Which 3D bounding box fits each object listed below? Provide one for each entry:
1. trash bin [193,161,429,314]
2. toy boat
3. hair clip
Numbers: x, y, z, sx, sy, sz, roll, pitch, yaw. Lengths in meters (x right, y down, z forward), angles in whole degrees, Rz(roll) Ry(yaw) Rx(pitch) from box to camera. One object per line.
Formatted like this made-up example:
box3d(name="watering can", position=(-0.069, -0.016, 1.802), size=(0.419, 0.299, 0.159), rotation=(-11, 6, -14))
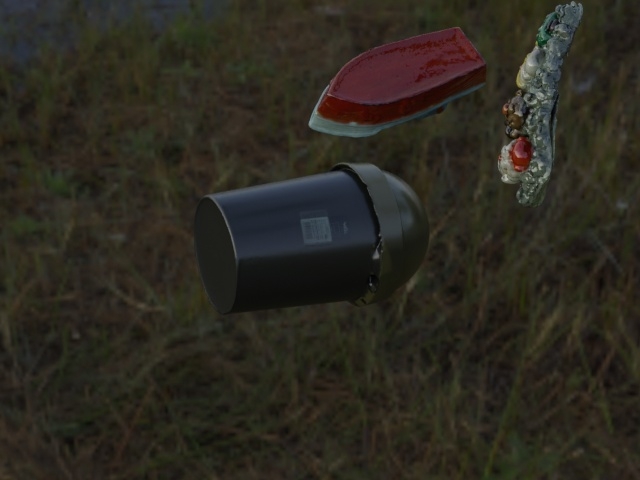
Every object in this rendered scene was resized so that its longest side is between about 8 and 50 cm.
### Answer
box3d(name="trash bin", position=(0.000, 0.000, 1.847), size=(0.334, 0.214, 0.214), rotation=(-11, 32, -22))
box3d(name="toy boat", position=(0.130, -0.266, 2.278), size=(0.332, 0.133, 0.145), rotation=(-21, 63, -21))
box3d(name="hair clip", position=(0.324, -0.212, 1.924), size=(0.091, 0.138, 0.321), rotation=(12, 69, 5))
